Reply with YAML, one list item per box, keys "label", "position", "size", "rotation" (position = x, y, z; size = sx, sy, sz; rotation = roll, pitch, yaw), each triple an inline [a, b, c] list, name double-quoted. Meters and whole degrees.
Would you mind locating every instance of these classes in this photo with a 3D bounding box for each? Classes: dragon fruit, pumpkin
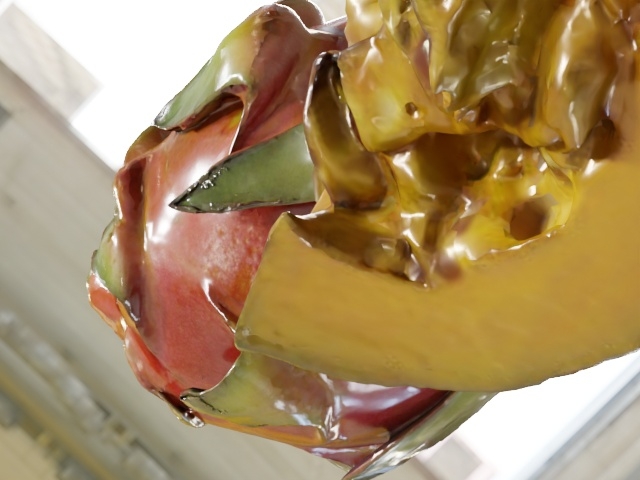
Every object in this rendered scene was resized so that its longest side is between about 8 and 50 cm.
- label: "dragon fruit"
  position: [0.004, -0.001, 0.826]
  size: [0.224, 0.227, 0.224]
  rotation: [44, -163, -17]
- label: "pumpkin"
  position: [0.074, -0.087, 0.369]
  size: [0.111, 0.278, 0.163]
  rotation: [19, -133, 2]
